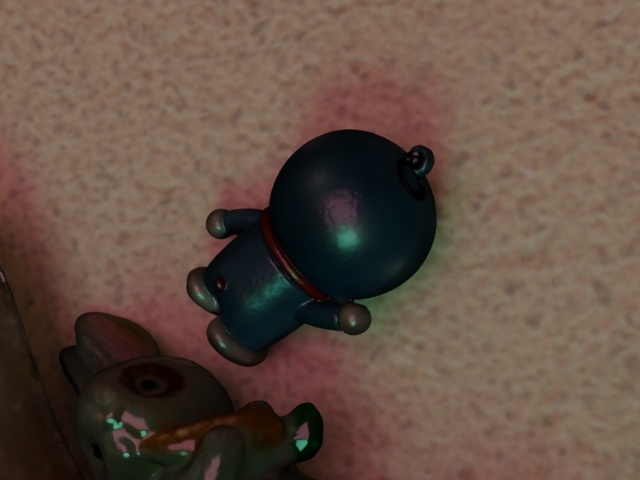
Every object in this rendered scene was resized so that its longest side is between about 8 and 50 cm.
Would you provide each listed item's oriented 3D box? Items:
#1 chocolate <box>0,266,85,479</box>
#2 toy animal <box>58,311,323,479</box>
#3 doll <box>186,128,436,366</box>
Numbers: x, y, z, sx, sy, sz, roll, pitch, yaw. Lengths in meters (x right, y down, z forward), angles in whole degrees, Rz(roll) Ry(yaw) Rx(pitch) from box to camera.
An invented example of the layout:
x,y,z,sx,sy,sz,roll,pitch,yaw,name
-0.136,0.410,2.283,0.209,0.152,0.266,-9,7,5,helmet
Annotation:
x,y,z,sx,sy,sz,roll,pitch,yaw,name
-0.221,0.099,0.742,0.157,0.080,0.254,-40,70,36,chocolate
-0.071,0.121,0.705,0.236,0.108,0.138,30,93,20,toy animal
0.000,0.000,0.716,0.152,0.085,0.114,-41,60,19,doll
